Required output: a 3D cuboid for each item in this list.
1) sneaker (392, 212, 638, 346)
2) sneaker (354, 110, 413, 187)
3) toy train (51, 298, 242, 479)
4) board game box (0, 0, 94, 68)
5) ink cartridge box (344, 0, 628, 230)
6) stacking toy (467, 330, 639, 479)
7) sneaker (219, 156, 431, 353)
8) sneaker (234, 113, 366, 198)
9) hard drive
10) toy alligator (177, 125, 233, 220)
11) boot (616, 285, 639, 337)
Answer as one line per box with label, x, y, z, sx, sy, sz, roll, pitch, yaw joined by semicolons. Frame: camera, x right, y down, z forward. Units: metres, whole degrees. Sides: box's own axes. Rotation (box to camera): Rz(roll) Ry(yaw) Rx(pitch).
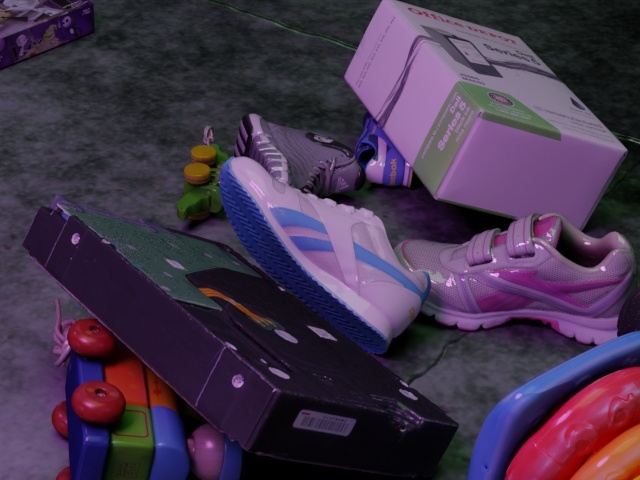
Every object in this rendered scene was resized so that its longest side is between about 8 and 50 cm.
sneaker;0.191;0.020;1.445;0.252;0.111;0.103;6;32;4
sneaker;0.064;-0.109;1.696;0.059;0.053;0.144;-5;32;-10
toy train;-0.149;0.120;1.269;0.143;0.105;0.248;7;29;-16
board game box;-0.479;-0.262;1.889;0.208;0.056;0.347;21;36;32
ink cartridge box;0.173;-0.140;1.639;0.198;0.115;0.273;12;28;-30
stacking toy;0.263;0.226;1.112;0.165;0.175;0.302;-20;50;-29
sneaker;0.000;0.000;1.404;0.228;0.087;0.092;44;67;2
sneaker;-0.007;-0.057;1.579;0.132;0.086;0.229;5;37;-18
hard drive;-0.073;0.080;1.268;0.237;0.064;0.339;18;15;-49
toy alligator;-0.113;-0.074;1.614;0.051;0.056;0.190;6;32;3
boot;0.455;0.115;1.346;0.338;0.118;0.223;-14;38;-8
